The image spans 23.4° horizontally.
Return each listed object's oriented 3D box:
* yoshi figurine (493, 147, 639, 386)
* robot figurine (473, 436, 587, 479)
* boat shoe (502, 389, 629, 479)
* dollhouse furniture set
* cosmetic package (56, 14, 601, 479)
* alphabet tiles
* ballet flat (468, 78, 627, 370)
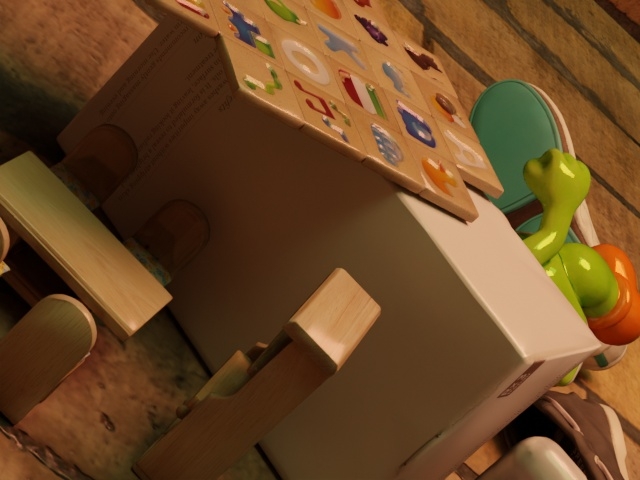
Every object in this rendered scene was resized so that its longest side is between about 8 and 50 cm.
[{"bbox_3d":[0.136,0.005,1.395,0.203,0.203,0.362,9,-11,40],"label":"yoshi figurine"},{"bbox_3d":[0.200,0.299,0.985,0.300,0.200,0.353,-35,79,-25],"label":"robot figurine"},{"bbox_3d":[0.223,0.241,1.307,0.095,0.112,0.335,19,26,-16],"label":"boat shoe"},{"bbox_3d":[-0.109,0.025,1.002,0.242,0.161,0.212,46,23,-1],"label":"dollhouse furniture set"},{"bbox_3d":[0.000,0.000,1.167,0.385,0.217,0.156,55,25,16],"label":"cosmetic package"},{"bbox_3d":[-0.006,-0.149,1.121,0.342,0.011,0.285,25,30,-38],"label":"alphabet tiles"},{"bbox_3d":[0.255,-0.012,1.754,0.139,0.139,0.400,28,33,-36],"label":"ballet flat"}]
